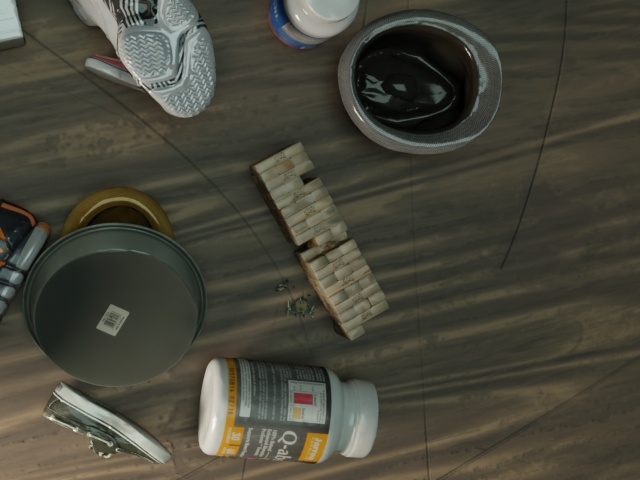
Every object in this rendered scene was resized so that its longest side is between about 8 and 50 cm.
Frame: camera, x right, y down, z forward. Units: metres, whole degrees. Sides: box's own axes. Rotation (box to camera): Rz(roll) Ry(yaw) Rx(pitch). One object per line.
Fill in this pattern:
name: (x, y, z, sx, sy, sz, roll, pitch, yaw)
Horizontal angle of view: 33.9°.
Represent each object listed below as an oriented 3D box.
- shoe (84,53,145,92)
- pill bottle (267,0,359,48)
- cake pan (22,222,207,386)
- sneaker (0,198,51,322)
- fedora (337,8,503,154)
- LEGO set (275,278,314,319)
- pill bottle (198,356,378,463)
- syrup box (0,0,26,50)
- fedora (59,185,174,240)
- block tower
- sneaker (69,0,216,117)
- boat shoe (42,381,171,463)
shoe: (-0.291, -0.289, 1.723, 0.178, 0.063, 0.081, 18, 86, -19)
pill bottle: (-0.007, -0.386, 1.705, 0.124, 0.221, 0.124, 0, 92, -14)
cake pan: (-0.325, 0.114, 1.672, 0.293, 0.054, 0.293, -4, 117, -8)
sneaker: (-0.576, 0.072, 1.644, 0.180, 0.124, 0.321, 30, 74, -9)
fedora: (0.162, -0.265, 1.801, 0.275, 0.124, 0.244, 0, 90, -6)
LEGO set: (-0.041, 0.105, 1.820, 0.054, 0.023, 0.083, -25, 84, -14)
pill bottle: (-0.055, 0.285, 1.748, 0.278, 0.162, 0.162, 7, 90, -14)
syrup box: (-0.533, -0.418, 1.639, 0.096, 0.093, 0.237, -14, 95, -13)
fedora: (-0.331, 0.004, 1.711, 0.194, 0.079, 0.194, -2, 102, -10)
block tower: (0.000, 0.000, 1.788, 0.097, 0.091, 0.335, -29, 99, -11)
sneaker: (-0.289, -0.353, 1.641, 0.137, 0.210, 0.366, -34, 98, -11)
boat shoe: (-0.350, 0.316, 1.723, 0.219, 0.078, 0.070, 32, 83, -5)
